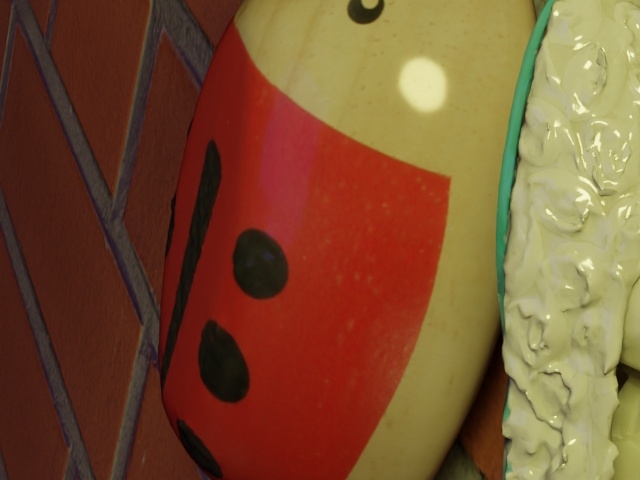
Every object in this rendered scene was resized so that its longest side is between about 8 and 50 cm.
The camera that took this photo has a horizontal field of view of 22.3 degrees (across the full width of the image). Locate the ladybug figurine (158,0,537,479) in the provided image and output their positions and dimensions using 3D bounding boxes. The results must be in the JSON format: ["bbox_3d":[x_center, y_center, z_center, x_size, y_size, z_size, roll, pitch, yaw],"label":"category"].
[{"bbox_3d":[0.000,0.000,1.020,0.305,0.162,0.449,-116,35,-55],"label":"ladybug figurine"}]

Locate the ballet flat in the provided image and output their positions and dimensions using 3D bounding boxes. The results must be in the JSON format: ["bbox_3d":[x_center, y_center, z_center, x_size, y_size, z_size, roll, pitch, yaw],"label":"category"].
[{"bbox_3d":[0.155,0.087,0.748,0.147,0.147,0.409,-149,60,-64],"label":"ballet flat"}]
